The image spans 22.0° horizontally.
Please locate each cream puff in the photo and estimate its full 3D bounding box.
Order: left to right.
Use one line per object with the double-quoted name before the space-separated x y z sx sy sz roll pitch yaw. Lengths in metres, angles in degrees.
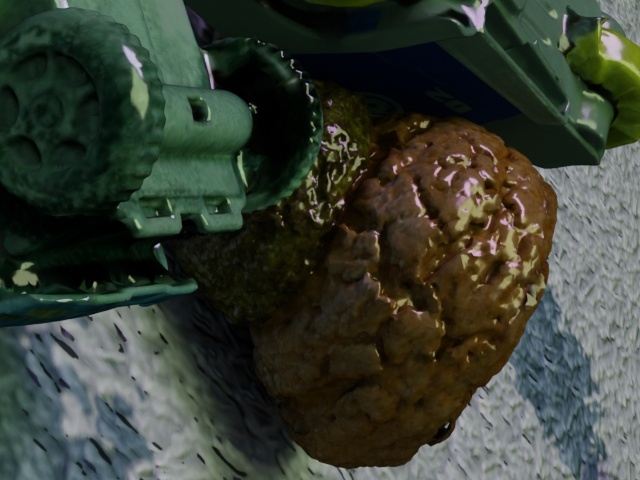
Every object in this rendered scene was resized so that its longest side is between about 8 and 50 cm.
"cream puff" 0.000 0.000 0.801 0.169 0.183 0.183 34 37 -19

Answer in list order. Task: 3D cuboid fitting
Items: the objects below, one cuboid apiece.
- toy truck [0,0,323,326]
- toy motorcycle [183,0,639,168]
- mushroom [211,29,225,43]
"toy truck" -0.117 -0.106 0.604 0.155 0.156 0.278 -6 77 -66
"toy motorcycle" 0.034 -0.144 0.847 0.326 0.200 0.191 49 46 -42
"mushroom" -0.023 -0.155 0.982 0.059 0.054 0.202 60 30 -25
